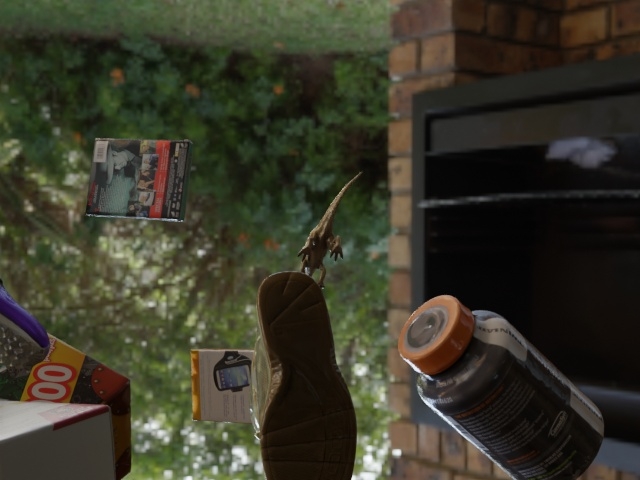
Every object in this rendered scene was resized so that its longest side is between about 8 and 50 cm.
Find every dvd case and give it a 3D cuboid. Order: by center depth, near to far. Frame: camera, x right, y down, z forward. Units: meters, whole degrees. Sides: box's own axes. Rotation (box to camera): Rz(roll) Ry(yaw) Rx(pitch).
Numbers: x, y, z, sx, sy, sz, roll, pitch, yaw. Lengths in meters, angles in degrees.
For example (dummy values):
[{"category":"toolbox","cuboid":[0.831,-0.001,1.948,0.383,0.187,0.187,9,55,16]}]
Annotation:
[{"category":"dvd case","cuboid":[-0.195,-0.066,1.123,0.119,0.087,0.013,3,173,21]}]

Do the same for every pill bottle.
[{"category":"pill bottle","cuboid":[0.196,0.165,1.165,0.246,0.130,0.130,42,160,-24]}]

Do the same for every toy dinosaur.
[{"category":"toy dinosaur","cuboid":[0.000,0.000,1.302,0.053,0.183,0.092,18,-160,-8]}]

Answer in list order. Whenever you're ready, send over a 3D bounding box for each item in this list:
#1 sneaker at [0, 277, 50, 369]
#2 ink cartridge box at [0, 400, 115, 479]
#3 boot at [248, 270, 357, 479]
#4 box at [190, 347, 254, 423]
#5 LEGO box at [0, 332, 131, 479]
[{"category":"sneaker","cuboid":[-0.425,0.025,1.231,0.293,0.146,0.102,36,137,-8]},{"category":"ink cartridge box","cuboid":[-0.268,0.172,0.811,0.175,0.072,0.127,-3,-176,28]},{"category":"boot","cuboid":[-0.022,0.155,0.891,0.077,0.213,0.165,-3,151,-9]},{"category":"box","cuboid":[-0.083,0.161,1.158,0.136,0.081,0.028,-2,178,30]},{"category":"LEGO box","cuboid":[-0.566,0.313,1.454,0.372,0.193,0.500,24,-143,24]}]
